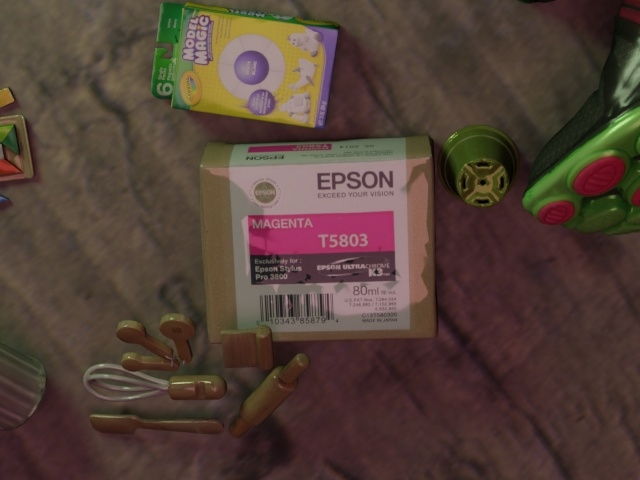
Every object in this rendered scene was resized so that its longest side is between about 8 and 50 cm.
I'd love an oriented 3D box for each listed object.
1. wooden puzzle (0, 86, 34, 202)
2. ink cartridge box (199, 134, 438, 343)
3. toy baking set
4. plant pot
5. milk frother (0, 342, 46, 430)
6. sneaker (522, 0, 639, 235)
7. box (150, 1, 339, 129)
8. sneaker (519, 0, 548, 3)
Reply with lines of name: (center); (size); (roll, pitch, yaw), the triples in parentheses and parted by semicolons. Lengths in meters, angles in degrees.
wooden puzzle: (-0.331, -0.092, 1.834); (0.079, 0.014, 0.116); (-13, 105, 5)
ink cartridge box: (0.000, 0.000, 1.814); (0.235, 0.088, 0.193); (-2, 107, 3)
toy baking set: (-0.132, 0.141, 1.846); (0.197, 0.030, 0.256); (20, 140, -14)
plant pot: (0.159, -0.066, 1.795); (0.083, 0.079, 0.083); (0, 105, 2)
milk frother: (-0.365, 0.106, 1.855); (0.129, 0.143, 0.135); (-6, 151, 37)
sneaker: (0.347, -0.195, 1.625); (0.185, 0.202, 0.483); (18, 123, -30)
box: (-0.076, -0.175, 1.790); (0.179, 0.043, 0.105); (8, 105, 1)
sneaker: (0.298, -0.349, 1.678); (0.134, 0.146, 0.343); (37, 103, -8)
